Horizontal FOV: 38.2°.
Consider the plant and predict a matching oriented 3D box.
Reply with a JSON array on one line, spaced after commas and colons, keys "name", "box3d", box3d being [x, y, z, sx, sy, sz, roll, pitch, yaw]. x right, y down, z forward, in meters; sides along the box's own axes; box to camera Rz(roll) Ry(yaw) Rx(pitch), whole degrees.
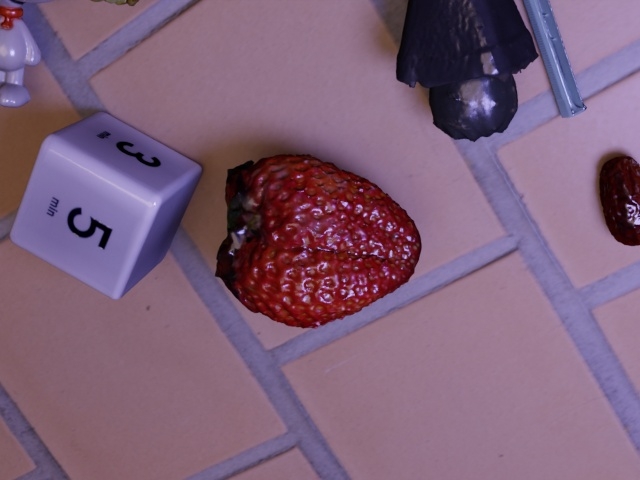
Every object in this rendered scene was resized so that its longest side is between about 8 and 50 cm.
[{"name": "plant", "box3d": [0.190, -0.256, 1.224, 0.164, 0.142, 0.256, 0, 114, 35]}]

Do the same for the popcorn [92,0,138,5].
[{"name": "popcorn", "box3d": [-0.298, -0.408, 1.315, 0.141, 0.162, 0.135, 25, 156, 43]}]

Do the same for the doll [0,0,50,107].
[{"name": "doll", "box3d": [-0.494, -0.349, 1.379, 0.208, 0.144, 0.271, 28, 109, -7]}]

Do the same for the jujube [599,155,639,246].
[{"name": "jujube", "box3d": [0.432, -0.056, 1.293, 0.077, 0.077, 0.129, -13, 101, 18]}]

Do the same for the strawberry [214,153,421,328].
[{"name": "strawberry", "box3d": [0.000, 0.000, 1.332, 0.288, 0.238, 0.250, -2, 89, 4]}]

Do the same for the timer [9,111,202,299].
[{"name": "timer", "box3d": [-0.324, -0.057, 1.414, 0.195, 0.192, 0.194, 30, 114, 2]}]

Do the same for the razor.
[{"name": "razor", "box3d": [0.304, -0.299, 1.251, 0.111, 0.056, 0.278, -26, 111, -16]}]
